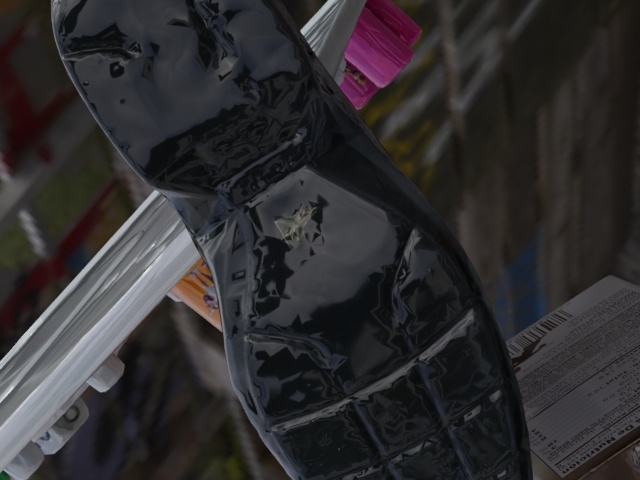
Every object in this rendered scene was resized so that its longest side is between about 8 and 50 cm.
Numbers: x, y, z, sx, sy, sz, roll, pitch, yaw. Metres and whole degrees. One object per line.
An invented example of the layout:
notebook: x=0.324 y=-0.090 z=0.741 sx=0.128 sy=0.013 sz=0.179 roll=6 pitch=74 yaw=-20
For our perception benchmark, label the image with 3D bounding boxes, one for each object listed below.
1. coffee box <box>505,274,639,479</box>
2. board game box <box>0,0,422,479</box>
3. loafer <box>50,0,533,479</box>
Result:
coffee box: x=0.169 y=0.126 z=0.870 sx=0.168 sy=0.119 sz=0.297 roll=57 pitch=178 yaw=-6
board game box: x=-0.105 y=0.060 z=0.807 sx=0.050 sy=0.390 sz=0.390 roll=41 pitch=-164 yaw=-7
loafer: x=0.000 y=0.000 z=0.434 sx=0.170 sy=0.062 sz=0.061 roll=63 pitch=-173 yaw=-7
